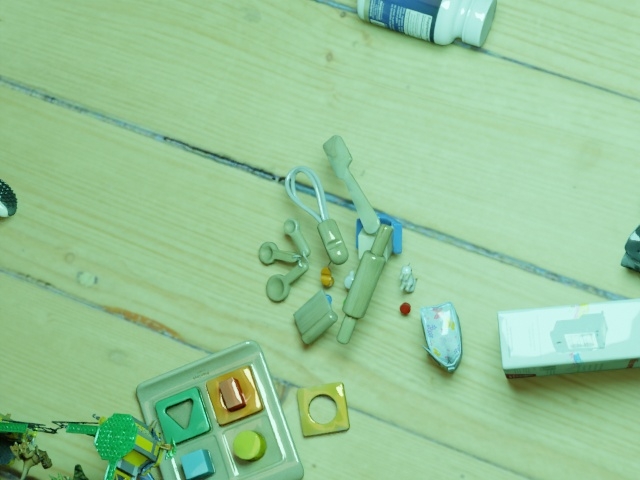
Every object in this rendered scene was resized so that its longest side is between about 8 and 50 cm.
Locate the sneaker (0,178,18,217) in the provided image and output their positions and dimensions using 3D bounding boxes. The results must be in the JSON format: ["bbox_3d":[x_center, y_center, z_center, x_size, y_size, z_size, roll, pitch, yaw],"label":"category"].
[{"bbox_3d":[-0.496,-0.066,1.790,0.161,0.057,0.075,35,105,13],"label":"sneaker"}]

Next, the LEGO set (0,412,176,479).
[{"bbox_3d":[-0.317,0.345,1.639,0.331,0.192,0.255,-9,60,23],"label":"LEGO set"}]

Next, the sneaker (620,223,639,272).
[{"bbox_3d":[0.443,0.060,1.564,0.153,0.101,0.268,5,75,12],"label":"sneaker"}]

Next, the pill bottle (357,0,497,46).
[{"bbox_3d":[0.141,-0.313,1.685,0.169,0.094,0.094,20,85,13],"label":"pill bottle"}]

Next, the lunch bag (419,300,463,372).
[{"bbox_3d":[0.154,0.125,1.619,0.053,0.071,0.083,-14,79,7],"label":"lunch bag"}]

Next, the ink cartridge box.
[{"bbox_3d":[0.308,0.122,1.562,0.175,0.127,0.072,-6,77,9],"label":"ink cartridge box"}]

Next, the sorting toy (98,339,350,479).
[{"bbox_3d":[-0.134,0.248,1.665,0.347,0.047,0.196,-22,77,6],"label":"sorting toy"}]

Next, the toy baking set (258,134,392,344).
[{"bbox_3d":[0.004,0.004,1.636,0.197,0.030,0.256,35,109,33],"label":"toy baking set"}]

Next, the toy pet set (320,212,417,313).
[{"bbox_3d":[0.066,0.027,1.671,0.122,0.065,0.114,6,116,15],"label":"toy pet set"}]
